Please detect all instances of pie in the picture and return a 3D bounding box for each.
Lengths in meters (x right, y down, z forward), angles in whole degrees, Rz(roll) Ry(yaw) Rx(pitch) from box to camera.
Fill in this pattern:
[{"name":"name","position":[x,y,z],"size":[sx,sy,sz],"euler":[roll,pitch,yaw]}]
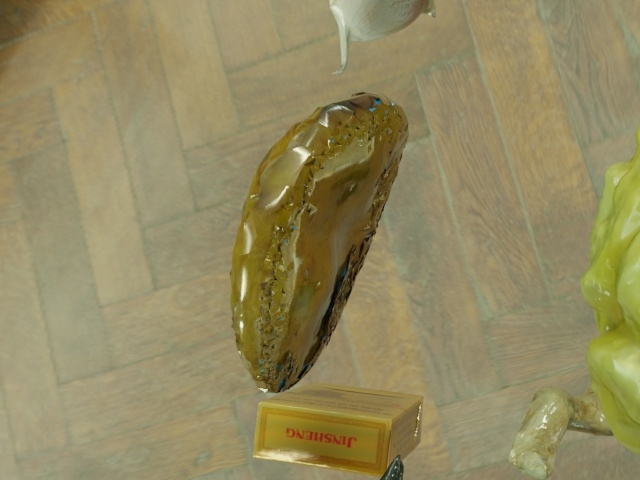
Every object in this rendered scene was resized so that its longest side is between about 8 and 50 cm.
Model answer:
[{"name":"pie","position":[-0.001,-0.001,0.843],"size":[0.069,0.273,0.273],"euler":[22,90,20]}]

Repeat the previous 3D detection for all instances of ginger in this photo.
[{"name":"ginger","position":[0.280,0.169,1.010],"size":[0.089,0.288,0.075],"euler":[12,104,40]}]

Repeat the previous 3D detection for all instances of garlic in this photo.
[{"name":"garlic","position":[0.067,-0.358,1.452],"size":[0.266,0.128,0.148],"euler":[-39,84,-30]}]

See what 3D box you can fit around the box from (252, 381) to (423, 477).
[{"name":"box","position":[0.034,0.248,1.357],"size":[0.174,0.274,0.076],"euler":[7,89,14]}]

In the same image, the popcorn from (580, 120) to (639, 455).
[{"name":"popcorn","position":[0.236,0.028,0.377],"size":[0.251,0.206,0.237],"euler":[-22,52,26]}]

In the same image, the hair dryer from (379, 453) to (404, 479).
[{"name":"hair dryer","position":[0.050,0.405,1.132],"size":[0.189,0.107,0.352],"euler":[32,113,41]}]
